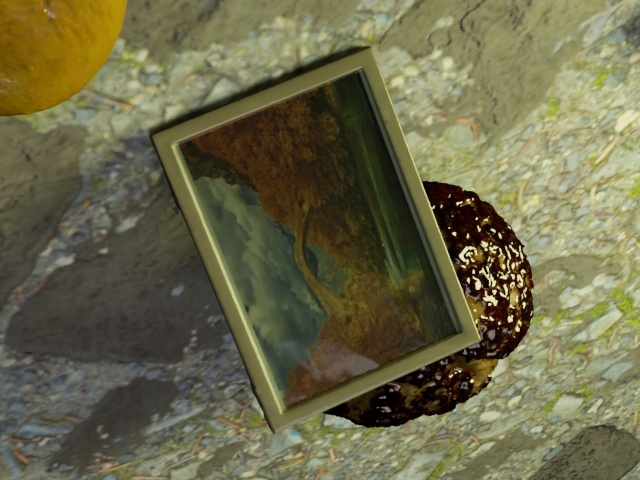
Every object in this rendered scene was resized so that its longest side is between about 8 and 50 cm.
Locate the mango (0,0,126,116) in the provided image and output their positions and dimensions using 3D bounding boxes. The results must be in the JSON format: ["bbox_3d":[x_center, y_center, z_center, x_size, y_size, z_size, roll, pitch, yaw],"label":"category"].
[{"bbox_3d":[-0.203,-0.164,0.669,0.177,0.119,0.317,-16,151,13],"label":"mango"}]

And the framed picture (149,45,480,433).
[{"bbox_3d":[0.000,0.000,0.975,0.184,0.016,0.250,-22,100,-10],"label":"framed picture"}]

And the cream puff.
[{"bbox_3d":[0.072,0.062,1.111,0.239,0.165,0.239,-21,145,-15],"label":"cream puff"}]
